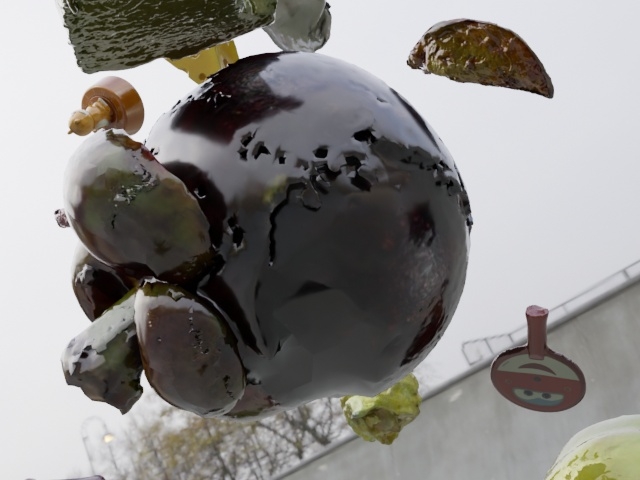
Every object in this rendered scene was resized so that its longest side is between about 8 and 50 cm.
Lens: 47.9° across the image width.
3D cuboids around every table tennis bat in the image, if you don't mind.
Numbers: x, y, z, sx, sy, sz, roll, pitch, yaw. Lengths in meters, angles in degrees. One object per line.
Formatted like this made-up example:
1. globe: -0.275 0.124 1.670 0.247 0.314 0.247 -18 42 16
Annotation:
1. table tennis bat: 0.225 0.127 0.747 0.098 0.019 0.154 5 -49 23

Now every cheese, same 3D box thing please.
1. cheese: -0.204 -0.328 1.430 0.126 0.171 0.093 -32 2 19

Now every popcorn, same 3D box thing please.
1. popcorn: 0.111 0.285 1.353 0.142 0.173 0.173 7 -32 -20

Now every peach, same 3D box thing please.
1. peach: 0.468 0.407 1.053 0.315 0.314 0.281 -65 -9 21

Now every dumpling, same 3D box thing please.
1. dumpling: -0.093 -0.505 1.512 0.293 0.163 0.204 41 -102 -38

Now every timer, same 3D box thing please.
1. timer: -0.453 -0.252 1.459 0.132 0.132 0.152 -41 3 35

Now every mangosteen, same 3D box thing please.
1. mangosteen: -0.058 -0.007 0.751 0.422 0.380 0.381 -6 -26 -19

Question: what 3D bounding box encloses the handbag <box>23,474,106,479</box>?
1. handbag: -0.443 0.486 1.270 0.216 0.203 0.073 17 -88 -42

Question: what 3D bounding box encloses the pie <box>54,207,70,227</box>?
1. pie: -0.335 -0.036 1.120 0.154 0.038 0.153 -4 1 0

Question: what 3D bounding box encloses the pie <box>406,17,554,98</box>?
1. pie: 0.181 -0.218 0.847 0.033 0.191 0.088 -51 -33 -34

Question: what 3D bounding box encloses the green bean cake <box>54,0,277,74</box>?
1. green bean cake: -0.136 -0.264 0.657 0.233 0.124 0.236 -22 -2 -17
